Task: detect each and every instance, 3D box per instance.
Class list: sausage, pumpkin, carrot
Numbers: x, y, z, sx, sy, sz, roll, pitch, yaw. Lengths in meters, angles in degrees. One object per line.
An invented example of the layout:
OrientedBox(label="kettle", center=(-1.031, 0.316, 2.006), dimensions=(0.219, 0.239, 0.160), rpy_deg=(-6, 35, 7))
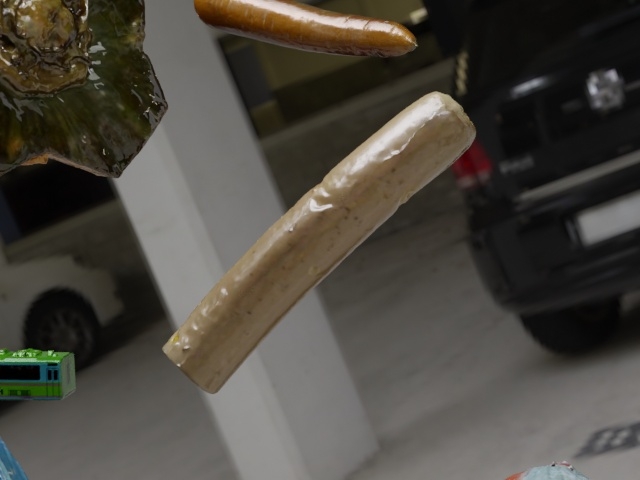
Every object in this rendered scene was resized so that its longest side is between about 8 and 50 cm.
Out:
OrientedBox(label="sausage", center=(-0.002, -0.001, 1.159), dimensions=(0.301, 0.066, 0.066), rpy_deg=(-45, 8, 4))
OrientedBox(label="pumpkin", center=(-0.224, -0.142, 1.045), dimensions=(0.258, 0.290, 0.095), rpy_deg=(3, -11, -44))
OrientedBox(label="carrot", center=(-0.010, -0.141, 0.976), dimensions=(0.190, 0.037, 0.037), rpy_deg=(20, 35, 36))

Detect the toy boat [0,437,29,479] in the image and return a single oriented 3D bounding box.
OrientedBox(label="toy boat", center=(-0.281, 0.193, 1.112), dimensions=(0.098, 0.238, 0.109), rpy_deg=(-2, -51, -45))

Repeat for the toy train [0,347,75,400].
OrientedBox(label="toy train", center=(-0.322, 0.115, 1.306), dimensions=(0.209, 0.042, 0.044), rpy_deg=(0, 5, 7))

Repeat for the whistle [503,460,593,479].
OrientedBox(label="whistle", center=(0.158, 0.303, 1.441), dimensions=(0.348, 0.189, 0.189), rpy_deg=(-6, 14, 22))
